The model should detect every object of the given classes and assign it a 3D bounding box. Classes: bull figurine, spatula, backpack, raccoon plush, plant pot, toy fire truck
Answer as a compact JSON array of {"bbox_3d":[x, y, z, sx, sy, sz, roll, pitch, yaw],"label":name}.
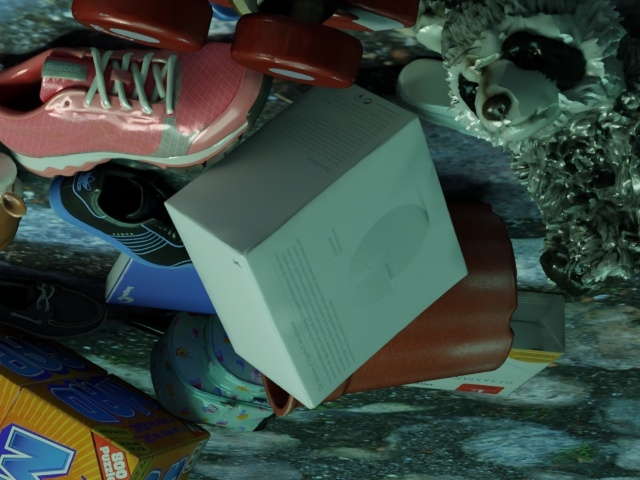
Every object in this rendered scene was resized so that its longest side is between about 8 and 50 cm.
[{"bbox_3d":[-0.388,-0.019,1.660,0.188,0.101,0.310,-36,-178,-3],"label":"bull figurine"},{"bbox_3d":[-0.303,0.119,2.268,0.296,0.030,0.084,12,155,-26],"label":"spatula"},{"bbox_3d":[-0.145,0.180,2.240,0.188,0.166,0.144,8,143,-23],"label":"backpack"},{"bbox_3d":[0.246,-0.135,1.443,0.216,0.299,0.446,-33,180,18],"label":"raccoon plush"},{"bbox_3d":[0.073,0.059,1.802,0.265,0.272,0.272,-3,161,-13],"label":"plant pot"},{"bbox_3d":[-0.087,-0.223,1.211,0.302,0.169,0.254,12,-179,-26],"label":"toy fire truck"}]

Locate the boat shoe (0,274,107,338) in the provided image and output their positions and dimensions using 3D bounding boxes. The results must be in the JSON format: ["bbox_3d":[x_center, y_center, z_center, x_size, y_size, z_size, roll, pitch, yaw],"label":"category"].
[{"bbox_3d":[-0.394,0.087,2.130,0.206,0.075,0.065,10,161,-9],"label":"boat shoe"}]

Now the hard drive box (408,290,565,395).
[{"bbox_3d":[0.226,0.145,2.227,0.181,0.089,0.232,6,159,-11],"label":"hard drive box"}]

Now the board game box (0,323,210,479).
[{"bbox_3d":[-0.423,0.340,2.105,0.356,0.356,0.356,30,-176,10],"label":"board game box"}]

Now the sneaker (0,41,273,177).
[{"bbox_3d":[-0.198,-0.132,1.477,0.314,0.116,0.136,-9,156,26],"label":"sneaker"}]

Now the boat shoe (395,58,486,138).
[{"bbox_3d":[0.161,-0.128,1.526,0.184,0.066,0.063,9,169,-5],"label":"boat shoe"}]

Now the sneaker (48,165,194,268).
[{"bbox_3d":[-0.201,-0.025,1.809,0.232,0.081,0.090,22,159,-40],"label":"sneaker"}]

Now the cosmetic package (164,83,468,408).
[{"bbox_3d":[0.000,0.000,1.531,0.138,0.225,0.224,30,152,42],"label":"cosmetic package"}]

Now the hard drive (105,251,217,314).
[{"bbox_3d":[-0.112,0.055,2.074,0.319,0.040,0.210,7,159,-16],"label":"hard drive"}]
